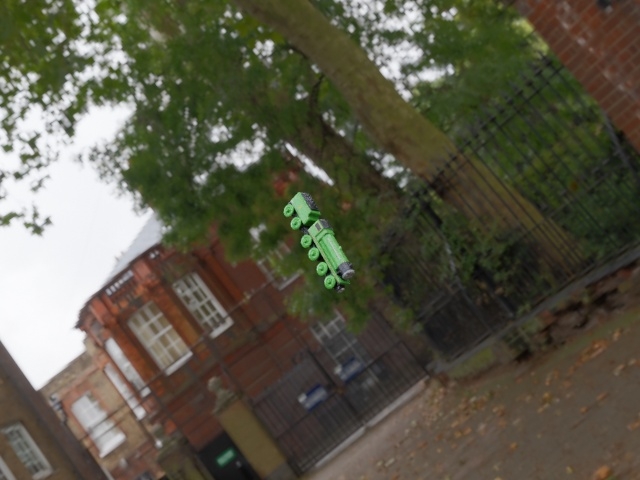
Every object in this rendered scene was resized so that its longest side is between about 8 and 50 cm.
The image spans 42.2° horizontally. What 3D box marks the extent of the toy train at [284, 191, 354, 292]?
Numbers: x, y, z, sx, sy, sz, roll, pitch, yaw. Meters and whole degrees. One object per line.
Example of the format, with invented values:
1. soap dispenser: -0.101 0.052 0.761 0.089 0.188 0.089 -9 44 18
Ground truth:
1. toy train: 0.000 0.000 0.585 0.023 0.083 0.017 -46 -33 24
